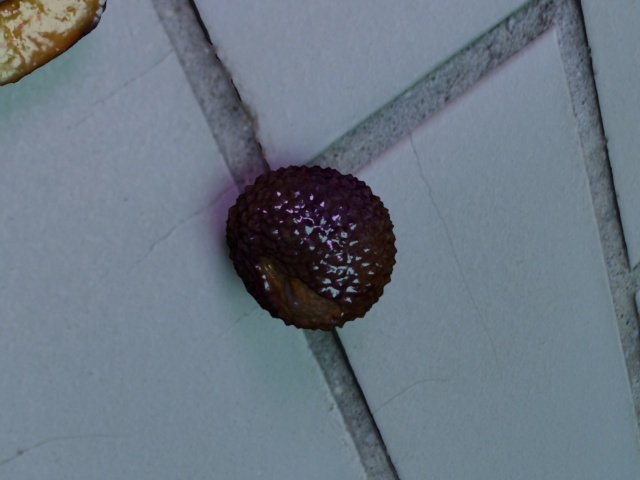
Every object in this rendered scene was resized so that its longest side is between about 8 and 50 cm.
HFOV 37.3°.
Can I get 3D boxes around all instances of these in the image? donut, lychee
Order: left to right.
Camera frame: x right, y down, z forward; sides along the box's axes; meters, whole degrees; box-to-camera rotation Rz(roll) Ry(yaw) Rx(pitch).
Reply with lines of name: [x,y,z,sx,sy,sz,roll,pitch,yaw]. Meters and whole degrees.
donut: [-0.278,-0.225,0.800,0.190,0.075,0.174,-53,131,-1]
lychee: [0.000,0.000,1.033,0.188,0.188,0.188,-14,116,-31]
